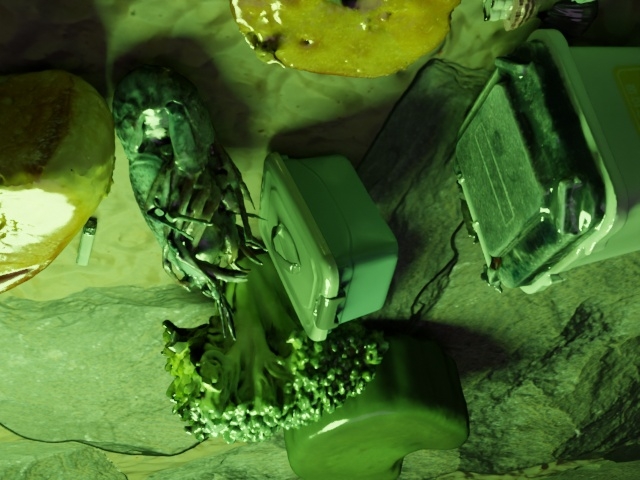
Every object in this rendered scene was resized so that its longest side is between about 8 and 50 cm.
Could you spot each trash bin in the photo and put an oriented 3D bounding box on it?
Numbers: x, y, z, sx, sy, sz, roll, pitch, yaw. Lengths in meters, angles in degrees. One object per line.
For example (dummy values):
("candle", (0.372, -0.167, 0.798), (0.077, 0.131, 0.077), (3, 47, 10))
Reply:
("trash bin", (0.369, -0.093, 0.960), (0.367, 0.256, 0.296), (-9, 157, -14))

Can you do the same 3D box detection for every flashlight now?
("flashlight", (-0.331, 0.003, 1.110), (0.018, 0.018, 0.083), (9, 137, -19))

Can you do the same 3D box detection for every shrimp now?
("shrimp", (-0.151, -0.025, 0.938), (0.137, 0.172, 0.372), (-18, 111, 18))

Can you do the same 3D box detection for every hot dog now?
("hot dog", (-0.426, -0.051, 0.893), (0.405, 0.185, 0.223), (-6, 140, -5))

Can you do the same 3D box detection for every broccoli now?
("broccoli", (-0.073, 0.181, 1.183), (0.334, 0.272, 0.324), (-15, 147, -9))

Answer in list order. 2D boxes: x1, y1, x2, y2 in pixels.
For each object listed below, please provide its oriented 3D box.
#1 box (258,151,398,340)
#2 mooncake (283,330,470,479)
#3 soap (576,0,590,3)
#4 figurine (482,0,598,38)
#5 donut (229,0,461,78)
("box", (0.000, 0.000, 1.022), (0.130, 0.227, 0.162), (-13, 143, -19))
("mooncake", (0.086, 0.311, 1.441), (0.351, 0.187, 0.351), (-6, 145, -5))
("soap", (0.298, -0.340, 0.595), (0.446, 0.156, 0.261), (-12, 144, 2))
("figurine", (0.249, -0.256, 0.886), (0.129, 0.054, 0.072), (-1, 148, -7))
("donut", (0.029, -0.270, 0.775), (0.253, 0.118, 0.253), (-4, 139, -3))
